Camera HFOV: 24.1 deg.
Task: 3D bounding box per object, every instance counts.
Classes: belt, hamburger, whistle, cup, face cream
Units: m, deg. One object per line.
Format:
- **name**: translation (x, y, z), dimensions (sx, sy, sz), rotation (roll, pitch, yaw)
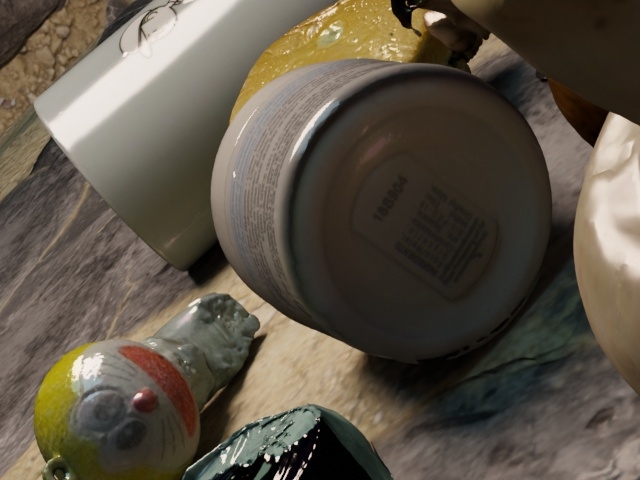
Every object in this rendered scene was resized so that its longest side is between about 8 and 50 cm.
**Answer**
- **belt**: translation (-0.044, 0.178, 0.816), dimensions (0.198, 0.078, 0.151), rotation (-49, 16, -12)
- **hamburger**: translation (0.035, -0.103, 1.174), dimensions (0.215, 0.122, 0.189), rotation (-32, 29, 17)
- **whistle**: translation (-0.115, 0.104, 1.061), dimensions (0.123, 0.123, 0.223), rotation (-20, 15, 46)
- **cup**: translation (-0.079, -0.147, 1.350), dimensions (0.312, 0.205, 0.205), rotation (-42, 20, 1)
- **face cream**: translation (0.035, -0.023, 0.925), dimensions (0.177, 0.177, 0.153), rotation (-46, 20, -8)

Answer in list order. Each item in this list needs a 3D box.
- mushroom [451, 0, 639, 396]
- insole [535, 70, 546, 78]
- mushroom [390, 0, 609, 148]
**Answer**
- **mushroom**: translation (0.196, -0.072, 0.562), dimensions (0.292, 0.290, 0.292), rotation (-39, 23, 20)
- **insole**: translation (0.218, -0.188, 1.167), dimensions (0.064, 0.004, 0.188), rotation (-10, 38, 56)
- **mushroom**: translation (0.209, -0.216, 0.816), dimensions (0.259, 0.345, 0.345), rotation (27, 66, 30)
